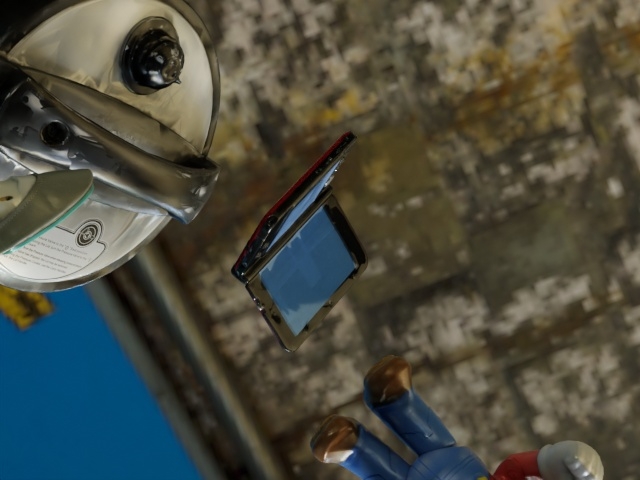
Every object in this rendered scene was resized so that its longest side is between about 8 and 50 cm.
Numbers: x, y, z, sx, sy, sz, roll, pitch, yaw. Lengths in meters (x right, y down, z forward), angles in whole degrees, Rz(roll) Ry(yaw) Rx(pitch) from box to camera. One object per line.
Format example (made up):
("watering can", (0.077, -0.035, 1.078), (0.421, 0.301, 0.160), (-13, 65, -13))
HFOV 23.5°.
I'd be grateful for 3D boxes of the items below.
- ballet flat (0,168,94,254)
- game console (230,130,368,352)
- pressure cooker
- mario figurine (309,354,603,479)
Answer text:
("ballet flat", (-0.283, -0.008, 1.254), (0.068, 0.213, 0.072), (56, 171, -27))
("game console", (0.000, 0.000, 1.293), (0.085, 0.144, 0.124), (38, 138, 4))
("pressure cooker", (-0.313, -0.154, 1.589), (0.420, 0.369, 0.376), (32, 137, 35))
("mario figurine", (0.146, 0.252, 1.502), (0.320, 0.198, 0.170), (39, -151, 17))
